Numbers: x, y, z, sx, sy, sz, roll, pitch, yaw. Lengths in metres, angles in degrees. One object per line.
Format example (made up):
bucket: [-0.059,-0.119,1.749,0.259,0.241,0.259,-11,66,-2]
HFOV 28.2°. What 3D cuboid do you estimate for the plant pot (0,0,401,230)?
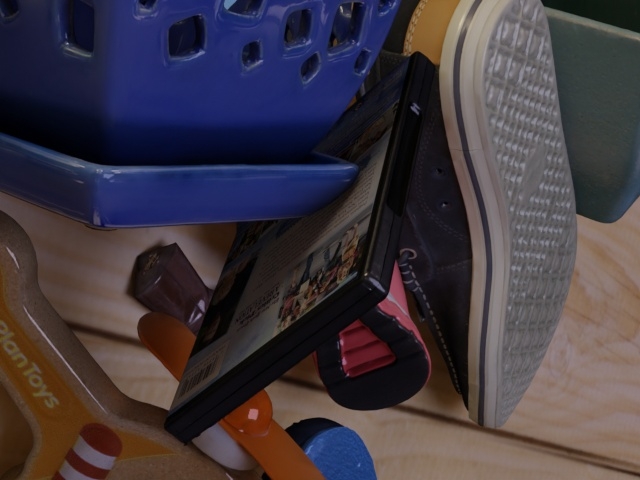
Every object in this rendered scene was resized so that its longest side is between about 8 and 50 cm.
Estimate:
plant pot: [-0.103,-0.129,0.741,0.236,0.236,0.212,-5,108,-48]

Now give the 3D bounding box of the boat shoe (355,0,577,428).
boat shoe: [0.133,-0.025,1.186,0.187,0.156,0.500,-51,142,-34]

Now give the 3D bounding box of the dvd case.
dvd case: [-0.007,-0.003,0.808,0.022,0.180,0.253,40,34,-17]

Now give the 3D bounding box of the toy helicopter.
toy helicopter: [-0.141,0.122,0.850,0.355,0.235,0.140,58,23,-17]

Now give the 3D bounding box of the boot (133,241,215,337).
boot: [-0.093,0.030,1.017,0.114,0.037,0.106,51,57,-35]

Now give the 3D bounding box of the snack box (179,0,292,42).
snack box: [-0.129,-0.165,0.920,0.322,0.060,0.187,-14,106,-47]

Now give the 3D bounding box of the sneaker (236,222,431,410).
sneaker: [0.000,0.000,1.063,0.136,0.116,0.314,-104,175,-53]

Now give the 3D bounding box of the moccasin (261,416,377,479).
moccasin: [-0.030,0.309,1.077,0.137,0.117,0.342,-4,104,-37]

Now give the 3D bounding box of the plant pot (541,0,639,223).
plant pot: [0.263,-0.167,1.251,0.247,0.248,0.252,-41,141,-38]
